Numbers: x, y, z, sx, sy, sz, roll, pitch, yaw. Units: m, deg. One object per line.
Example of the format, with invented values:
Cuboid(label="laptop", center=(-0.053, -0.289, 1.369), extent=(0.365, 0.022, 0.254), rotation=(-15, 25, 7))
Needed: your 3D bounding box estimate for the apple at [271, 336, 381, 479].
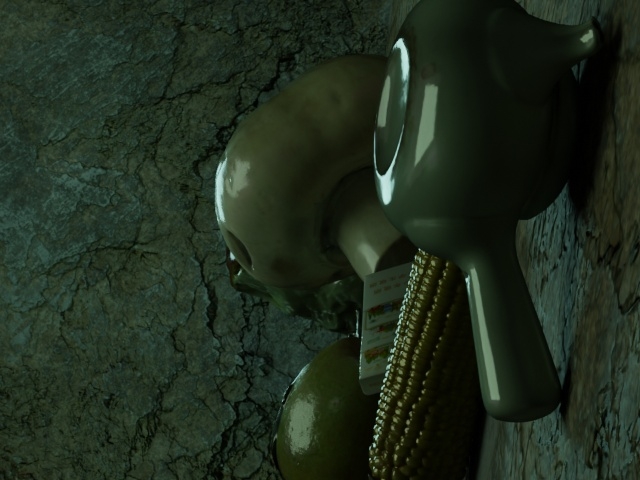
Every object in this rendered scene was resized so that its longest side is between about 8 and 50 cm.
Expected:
Cuboid(label="apple", center=(0.049, 0.229, 1.650), extent=(0.174, 0.207, 0.188), rotation=(-103, 25, -65))

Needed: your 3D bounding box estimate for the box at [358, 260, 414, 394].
Cuboid(label="box", center=(0.108, 0.093, 1.625), extent=(0.220, 0.122, 0.032), rotation=(-84, -25, -59))

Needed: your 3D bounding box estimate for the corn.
Cuboid(label="corn", center=(0.118, 0.125, 1.389), extent=(0.106, 0.106, 0.305), rotation=(-88, 8, -75))

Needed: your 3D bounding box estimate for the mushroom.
Cuboid(label="mushroom", center=(0.029, -0.088, 1.887), extent=(0.353, 0.353, 0.325), rotation=(-89, -8, -77))

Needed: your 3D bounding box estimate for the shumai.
Cuboid(label="shumai", center=(0.000, 0.000, 2.399), extent=(0.324, 0.323, 0.397), rotation=(-87, 4, -47))

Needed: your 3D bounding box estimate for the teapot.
Cuboid(label="teapot", center=(0.120, -0.037, 1.074), extent=(0.220, 0.149, 0.318), rotation=(-130, 47, -79))

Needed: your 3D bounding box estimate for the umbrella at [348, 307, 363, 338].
Cuboid(label="umbrella", center=(0.098, 0.209, 1.874), extent=(0.358, 0.113, 0.106), rotation=(85, 176, -58))
